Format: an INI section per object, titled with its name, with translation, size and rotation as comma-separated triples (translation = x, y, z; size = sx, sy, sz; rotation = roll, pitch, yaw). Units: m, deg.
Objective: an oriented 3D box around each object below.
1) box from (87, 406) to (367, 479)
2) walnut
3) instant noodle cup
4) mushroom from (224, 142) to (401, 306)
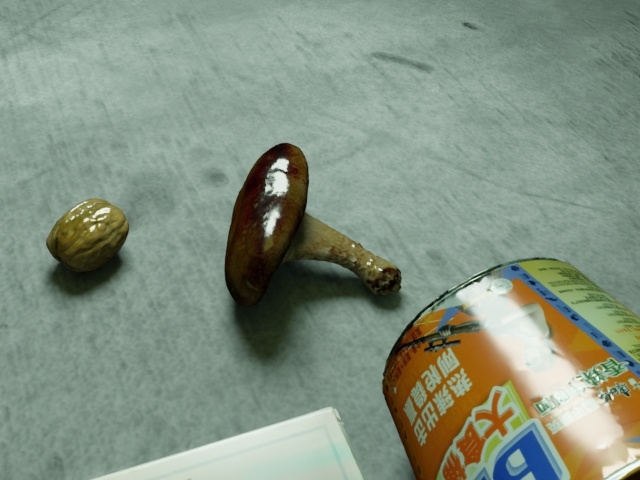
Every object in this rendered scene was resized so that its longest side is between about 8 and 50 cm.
[box]
translation = -0.084, 0.252, 0.563
size = 0.270, 0.079, 0.135
rotation = -13, 52, -18
[walnut]
translation = -0.276, -0.006, 0.778
size = 0.079, 0.082, 0.096
rotation = 9, 42, 40
[instant noodle cup]
translation = 0.195, 0.165, 0.561
size = 0.297, 0.296, 0.214
rotation = -13, 43, -18
[mushroom]
translation = 0.000, 0.000, 0.795
size = 0.218, 0.148, 0.226
rotation = 19, 55, -15
